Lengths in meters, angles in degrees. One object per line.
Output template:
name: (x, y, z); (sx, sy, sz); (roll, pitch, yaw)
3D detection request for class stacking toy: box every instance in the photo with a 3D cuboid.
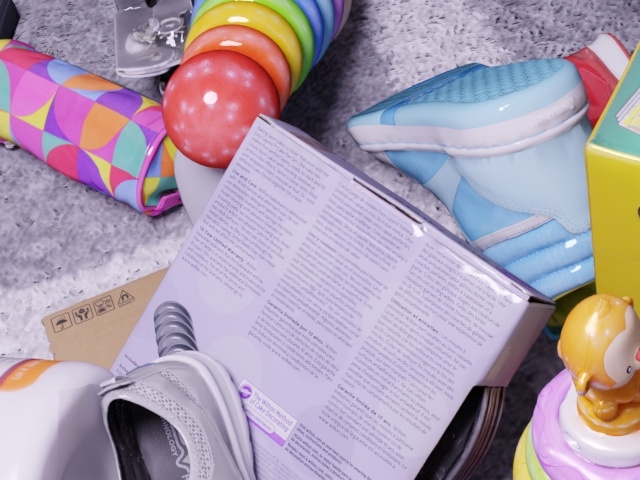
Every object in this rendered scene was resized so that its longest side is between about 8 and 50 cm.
stacking toy: (0.183, 0.128, 0.920); (0.166, 0.302, 0.175); (21, 59, 27)
stacking toy: (-0.063, -0.158, 1.231); (0.141, 0.141, 0.330); (-2, 28, 12)

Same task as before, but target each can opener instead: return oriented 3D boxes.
can opener: (-0.153, -0.214, 1.418); (0.076, 0.095, 0.283); (-15, 36, 2)

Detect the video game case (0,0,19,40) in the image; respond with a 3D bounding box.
video game case: (-0.451, -0.134, 1.445); (0.275, 0.035, 0.248); (0, 53, 12)

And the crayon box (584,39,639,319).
crayon box: (0.357, 0.051, 0.933); (0.363, 0.313, 0.106); (18, 59, 25)

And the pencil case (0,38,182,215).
pencil case: (-0.210, -0.100, 1.325); (0.236, 0.104, 0.104); (25, 62, 31)

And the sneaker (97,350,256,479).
sneaker: (-0.083, 0.211, 0.992); (0.105, 0.115, 0.281); (-32, 73, 24)

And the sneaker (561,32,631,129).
sneaker: (0.227, -0.070, 1.219); (0.128, 0.087, 0.221); (-27, 39, 3)

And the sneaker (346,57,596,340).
sneaker: (0.130, -0.027, 1.167); (0.127, 0.208, 0.319); (-26, 12, -11)

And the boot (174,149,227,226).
boot: (0.000, 0.000, 1.193); (0.123, 0.095, 0.258); (-25, 61, -33)

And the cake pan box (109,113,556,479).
cake pan box: (0.002, 0.078, 1.062); (0.267, 0.070, 0.245); (34, 102, 27)

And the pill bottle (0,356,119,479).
pill bottle: (-0.339, 0.186, 1.049); (0.392, 0.224, 0.224); (2, 53, 15)

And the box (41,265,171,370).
box: (-0.110, 0.088, 1.200); (0.201, 0.021, 0.164); (-22, 52, -5)
